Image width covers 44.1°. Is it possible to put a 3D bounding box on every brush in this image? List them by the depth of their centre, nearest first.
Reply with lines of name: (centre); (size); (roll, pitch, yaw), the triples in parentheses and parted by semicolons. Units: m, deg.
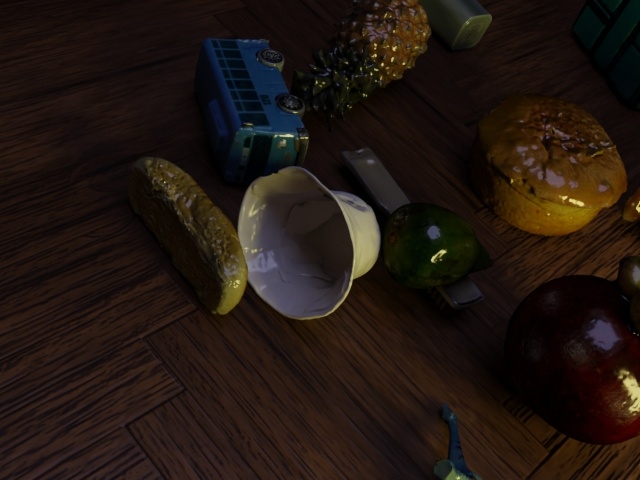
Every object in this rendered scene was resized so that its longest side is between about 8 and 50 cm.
brush: (0.125, -0.018, 1.168); (0.060, 0.050, 0.321); (-14, 55, -29)

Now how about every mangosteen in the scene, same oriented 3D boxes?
mangosteen: (0.359, 0.126, 0.987); (0.215, 0.257, 0.215); (35, 22, -17)

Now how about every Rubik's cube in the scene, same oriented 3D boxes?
Rubik's cube: (0.763, -0.463, 1.675); (0.293, 0.288, 0.283); (-4, 53, -23)

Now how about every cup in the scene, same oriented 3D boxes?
cup: (0.279, -0.462, 1.604); (0.128, 0.095, 0.129); (-18, 61, -37)

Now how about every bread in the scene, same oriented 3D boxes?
bread: (0.365, -0.124, 1.299); (0.268, 0.146, 0.268); (9, 46, -10)

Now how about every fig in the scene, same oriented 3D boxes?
fig: (0.169, 0.009, 1.058); (0.177, 0.117, 0.117); (7, 48, -21)

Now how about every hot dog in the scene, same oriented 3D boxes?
hot dog: (-0.162, -0.014, 1.017); (0.073, 0.084, 0.242); (-23, 60, -35)

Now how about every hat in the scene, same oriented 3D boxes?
hat: (0.000, 0.000, 1.031); (0.126, 0.203, 0.203); (-5, 50, -51)

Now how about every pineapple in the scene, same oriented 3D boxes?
pineapple: (0.058, -0.292, 1.328); (0.169, 0.169, 0.340); (31, 53, 6)

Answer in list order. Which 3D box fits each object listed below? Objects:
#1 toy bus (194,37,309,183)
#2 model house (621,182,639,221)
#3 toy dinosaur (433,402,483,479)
toy bus: (-0.109, -0.192, 1.181); (0.133, 0.116, 0.234); (-2, 49, -24)
model house: (0.671, -0.051, 1.311); (0.199, 0.220, 0.229); (-4, 38, -45)
toy dinosaur: (0.168, 0.316, 0.858); (0.144, 0.076, 0.329); (25, 33, -48)
